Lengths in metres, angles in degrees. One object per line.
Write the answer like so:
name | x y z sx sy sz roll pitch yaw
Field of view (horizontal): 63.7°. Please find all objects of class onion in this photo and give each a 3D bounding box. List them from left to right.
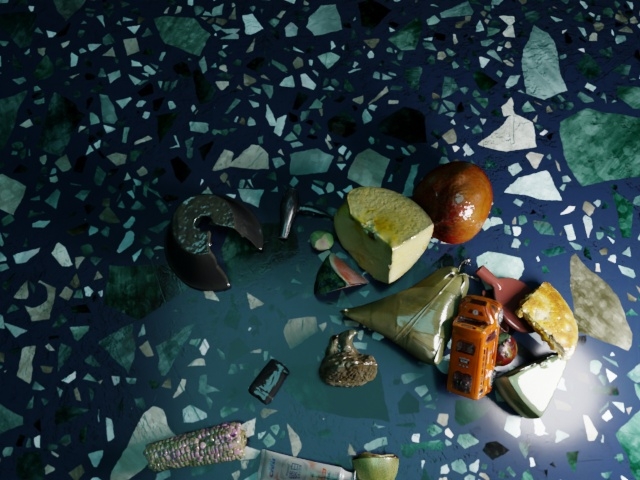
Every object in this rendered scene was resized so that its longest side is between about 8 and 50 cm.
onion | 0.642 0.393 1.830 0.117 0.118 0.118 -21 75 -4

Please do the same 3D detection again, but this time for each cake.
cake | 0.772 0.497 1.784 0.284 0.158 0.172 -22 76 -11

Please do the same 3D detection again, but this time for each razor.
razor | -0.179 0.490 1.800 0.090 0.054 0.148 34 75 8

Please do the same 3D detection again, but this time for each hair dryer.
hair dryer | -0.051 -0.090 1.980 0.219 0.075 0.195 10 83 -7

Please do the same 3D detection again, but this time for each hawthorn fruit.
hawthorn fruit | 0.513 -0.161 1.922 0.285 0.284 0.369 43 55 10

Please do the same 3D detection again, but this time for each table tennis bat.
table tennis bat | 0.694 0.206 1.880 0.310 0.038 0.200 42 53 2

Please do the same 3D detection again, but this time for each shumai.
shumai | 0.094 0.409 1.801 0.206 0.166 0.175 7 46 -12

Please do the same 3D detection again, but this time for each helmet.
helmet | 0.588 0.271 1.859 0.106 0.155 0.175 -32 43 26

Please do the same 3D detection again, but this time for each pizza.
pizza | 0.785 0.269 1.811 0.226 0.086 0.335 13 44 -7

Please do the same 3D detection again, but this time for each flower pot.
flower pot | -0.408 -0.029 1.849 0.380 0.251 0.378 0 74 0

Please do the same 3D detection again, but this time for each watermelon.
watermelon | 0.077 0.121 1.872 0.203 0.207 0.135 -17 101 -23

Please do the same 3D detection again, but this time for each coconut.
coconut | 0.000 0.000 1.942 0.082 0.081 0.083 50 59 -24

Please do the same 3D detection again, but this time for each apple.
apple | 0.210 -0.036 1.866 0.309 0.252 0.314 42 104 34

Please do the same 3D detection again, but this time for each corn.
corn | -0.411 0.685 1.701 0.336 0.126 0.126 -10 74 -4

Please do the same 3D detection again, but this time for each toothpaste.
toothpaste | -0.047 0.774 1.721 0.324 0.066 0.100 7 73 5

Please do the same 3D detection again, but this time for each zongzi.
zongzi | 0.342 0.176 1.853 0.419 0.181 0.446 26 72 6

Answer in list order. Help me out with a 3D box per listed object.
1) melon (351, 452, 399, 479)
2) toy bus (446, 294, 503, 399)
melon | 0.190 0.773 1.716 0.161 0.079 0.128 -1 72 -3
toy bus | 0.515 0.357 1.744 0.143 0.153 0.328 12 104 36
